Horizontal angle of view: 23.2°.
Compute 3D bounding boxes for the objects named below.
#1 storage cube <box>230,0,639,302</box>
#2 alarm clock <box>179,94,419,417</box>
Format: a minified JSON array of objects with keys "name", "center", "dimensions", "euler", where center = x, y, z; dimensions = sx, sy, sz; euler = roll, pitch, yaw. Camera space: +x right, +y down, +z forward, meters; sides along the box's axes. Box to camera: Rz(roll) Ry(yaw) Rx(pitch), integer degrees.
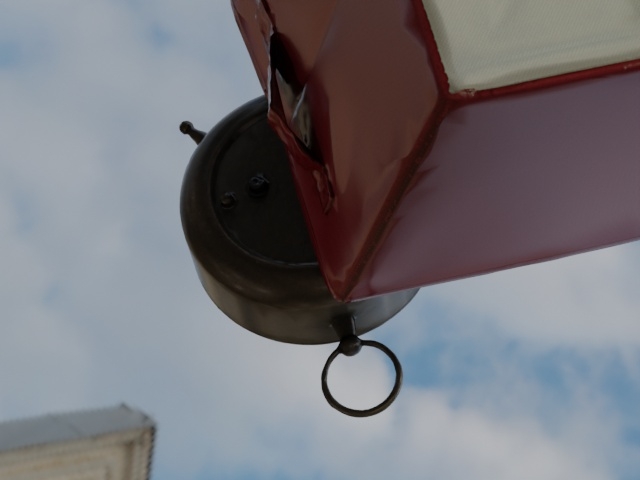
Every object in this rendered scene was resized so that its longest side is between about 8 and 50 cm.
[{"name":"storage cube","center":[0.086,-0.107,0.694],"dimensions":[0.193,0.215,0.183],"euler":[114,-39,-63]},{"name":"alarm clock","center":[0.000,0.000,0.781],"dimensions":[0.129,0.192,0.064],"euler":[-16,-26,-3]}]
